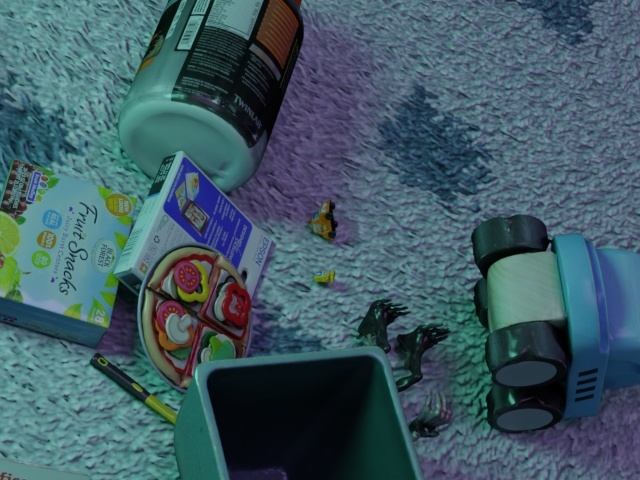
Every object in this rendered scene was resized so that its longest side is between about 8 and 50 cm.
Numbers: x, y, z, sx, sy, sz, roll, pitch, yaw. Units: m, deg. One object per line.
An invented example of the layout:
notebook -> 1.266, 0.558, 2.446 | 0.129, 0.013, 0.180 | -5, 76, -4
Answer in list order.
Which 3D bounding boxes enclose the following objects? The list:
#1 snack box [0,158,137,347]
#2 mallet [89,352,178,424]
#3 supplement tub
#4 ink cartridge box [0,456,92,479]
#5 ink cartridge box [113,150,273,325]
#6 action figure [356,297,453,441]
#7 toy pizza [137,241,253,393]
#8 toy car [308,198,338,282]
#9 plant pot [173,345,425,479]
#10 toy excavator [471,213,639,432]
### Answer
snack box -> -0.345, 0.016, 1.798 | 0.175, 0.070, 0.207 | 19, 56, -15
mallet -> -0.210, 0.201, 1.772 | 0.190, 0.039, 0.062 | 42, 54, 9
supplement tub -> -0.144, -0.249, 1.969 | 0.207, 0.207, 0.338 | 24, 53, -10
ink cartridge box -> -0.346, 0.358, 1.541 | 0.153, 0.087, 0.208 | 16, 55, -20
ink cartridge box -> -0.167, 0.022, 1.871 | 0.208, 0.045, 0.206 | 45, 47, -32
action figure -> 0.081, 0.203, 1.840 | 0.164, 0.141, 0.275 | 35, 50, -16
toy pizza -> -0.155, 0.101, 1.800 | 0.201, 0.032, 0.201 | 11, 75, -47
toy car -> 0.000, 0.000, 1.981 | 0.041, 0.060, 0.122 | -3, 49, 10
plant pot -> -0.046, 0.297, 1.650 | 0.247, 0.252, 0.247 | -3, 63, -26
toy excavator -> 0.449, 0.144, 1.972 | 0.445, 0.433, 0.222 | -5, 59, 4
